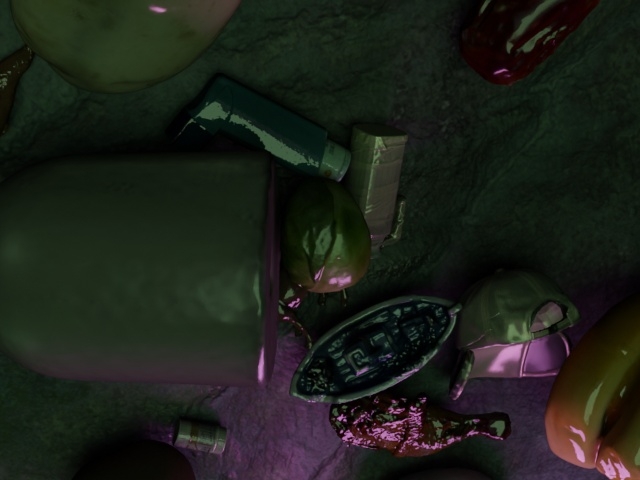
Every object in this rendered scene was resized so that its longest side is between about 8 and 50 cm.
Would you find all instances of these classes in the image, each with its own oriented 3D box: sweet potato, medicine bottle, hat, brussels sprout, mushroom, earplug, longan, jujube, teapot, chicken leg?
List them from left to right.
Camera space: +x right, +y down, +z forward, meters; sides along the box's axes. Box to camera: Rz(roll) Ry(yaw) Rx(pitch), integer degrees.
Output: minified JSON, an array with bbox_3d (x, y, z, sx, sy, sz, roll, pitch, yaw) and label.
[{"bbox_3d":[-0.444,-0.179,1.036,0.068,0.068,0.226,32,102,-21],"label":"sweet potato"},{"bbox_3d":[-0.253,-0.361,0.919,0.314,0.314,0.336,-32,84,2],"label":"mushroom"},{"bbox_3d":[-0.253,0.032,1.025,0.394,0.312,0.312,2,112,2],"label":"earplug"},{"bbox_3d":[-0.305,0.430,1.248,0.220,0.196,0.196,-24,115,-9],"label":"longan"},{"bbox_3d":[-0.204,0.332,1.305,0.083,0.047,0.047,15,108,-17],"label":"medicine bottle"},{"bbox_3d":[-0.085,-0.146,1.115,0.258,0.079,0.124,23,102,-20],"label":"medicine bottle"},{"bbox_3d":[0.003,0.003,1.097,0.131,0.145,0.183,-14,119,-16],"label":"brussels sprout"},{"bbox_3d":[0.089,-0.074,1.187,0.107,0.077,0.200,-5,114,-31],"label":"teapot"},{"bbox_3d":[0.166,0.310,1.330,0.323,0.083,0.177,21,138,-25],"label":"chicken leg"},{"bbox_3d":[0.304,0.160,1.293,0.232,0.161,0.275,-6,137,-18],"label":"hat"},{"bbox_3d":[0.292,-0.330,1.079,0.155,0.155,0.230,33,107,-22],"label":"jujube"}]

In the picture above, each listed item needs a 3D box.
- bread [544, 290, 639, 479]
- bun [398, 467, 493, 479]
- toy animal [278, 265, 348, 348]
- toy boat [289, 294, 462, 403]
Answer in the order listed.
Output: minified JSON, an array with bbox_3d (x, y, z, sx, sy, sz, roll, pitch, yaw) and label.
[{"bbox_3d":[0.577,0.258,1.303,0.424,0.245,0.328,-21,139,-26],"label":"bread"},{"bbox_3d":[0.222,0.588,1.420,0.355,0.194,0.354,-5,113,-12],"label":"bun"},{"bbox_3d":[-0.084,0.098,1.219,0.186,0.094,0.214,38,93,-27],"label":"toy animal"},{"bbox_3d":[0.088,0.175,1.235,0.309,0.142,0.129,-28,85,2],"label":"toy boat"}]
